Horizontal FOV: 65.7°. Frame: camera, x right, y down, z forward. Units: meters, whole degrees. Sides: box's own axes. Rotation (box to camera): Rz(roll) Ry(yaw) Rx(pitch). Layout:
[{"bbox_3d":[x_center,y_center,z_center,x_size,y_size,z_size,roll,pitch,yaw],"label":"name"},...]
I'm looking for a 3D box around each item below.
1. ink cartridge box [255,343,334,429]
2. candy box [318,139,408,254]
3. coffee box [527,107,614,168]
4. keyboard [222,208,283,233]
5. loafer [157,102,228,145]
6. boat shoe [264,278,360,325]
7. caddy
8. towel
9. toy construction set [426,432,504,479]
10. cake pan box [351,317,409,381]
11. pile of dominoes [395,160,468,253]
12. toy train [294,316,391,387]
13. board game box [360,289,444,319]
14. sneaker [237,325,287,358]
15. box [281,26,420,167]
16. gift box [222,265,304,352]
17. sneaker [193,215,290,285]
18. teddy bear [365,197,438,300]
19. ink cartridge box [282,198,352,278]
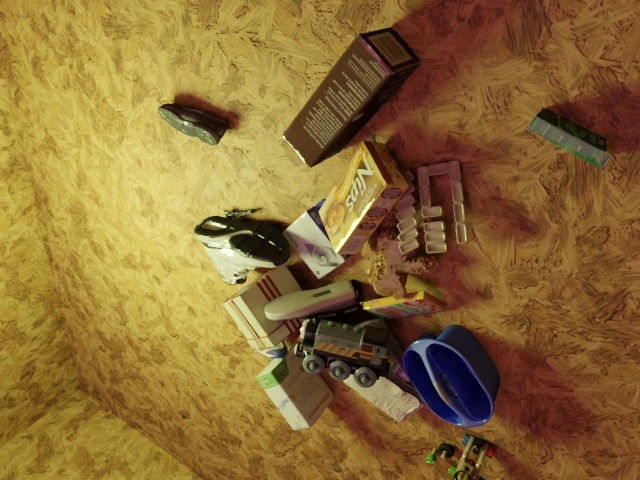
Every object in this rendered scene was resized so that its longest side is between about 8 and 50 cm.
[{"bbox_3d":[-0.101,0.606,2.050,0.117,0.201,0.278,-32,94,42],"label":"ink cartridge box"},{"bbox_3d":[0.119,-0.123,1.507,0.316,0.088,0.182,-56,44,40],"label":"candy box"},{"bbox_3d":[0.582,-0.241,1.150,0.184,0.113,0.040,35,127,16],"label":"coffee box"},{"bbox_3d":[-0.276,-0.041,1.925,0.317,0.033,0.201,-2,120,35],"label":"keyboard"},{"bbox_3d":[-0.461,-0.437,1.809,0.303,0.095,0.109,29,159,25],"label":"loafer"},{"bbox_3d":[-0.016,0.259,1.749,0.341,0.127,0.158,-13,118,-4],"label":"boat shoe"},{"bbox_3d":[0.420,0.444,1.607,0.241,0.179,0.341,-31,95,41],"label":"caddy"},{"bbox_3d":[0.227,0.546,1.808,0.282,0.049,0.187,34,134,5],"label":"towel"},{"bbox_3d":[0.530,0.872,1.730,0.309,0.237,0.257,39,131,10],"label":"toy construction set"},{"bbox_3d":[0.180,0.415,1.815,0.246,0.070,0.266,-16,114,41],"label":"cake pan box"},{"bbox_3d":[0.314,-0.089,1.422,0.196,0.040,0.250,-6,89,23],"label":"pile of dominoes"},{"bbox_3d":[0.081,0.364,1.668,0.334,0.142,0.190,12,110,7],"label":"toy train"},{"bbox_3d":[0.264,0.217,1.641,0.260,0.039,0.124,-15,147,42],"label":"board game box"},{"bbox_3d":[-0.245,0.366,2.055,0.297,0.112,0.130,35,124,31],"label":"sneaker"},{"bbox_3d":[0.077,-0.387,1.372,0.143,0.191,0.381,50,133,1],"label":"box"},{"bbox_3d":[-0.203,0.277,1.867,0.258,0.276,0.255,55,155,-4],"label":"gift box"},{"bbox_3d":[-0.269,0.065,1.892,0.448,0.169,0.257,16,138,35],"label":"sneaker"},{"bbox_3d":[0.248,0.014,1.550,0.245,0.113,0.337,1,108,27],"label":"teddy bear"},{"bbox_3d":[0.000,0.000,1.742,0.223,0.045,0.224,51,132,1],"label":"ink cartridge box"}]
